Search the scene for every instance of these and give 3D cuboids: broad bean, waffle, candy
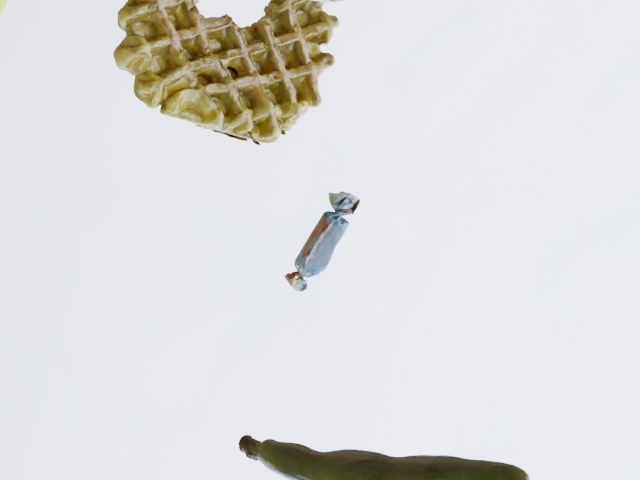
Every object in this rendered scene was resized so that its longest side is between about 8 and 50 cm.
[{"bbox_3d":[0.047,0.209,1.529,0.297,0.043,0.060,3,-154,27],"label":"broad bean"},{"bbox_3d":[-0.075,-0.156,1.339,0.051,0.194,0.149,-12,-114,56],"label":"waffle"},{"bbox_3d":[0.000,0.000,1.240,0.083,0.030,0.020,-57,-145,10],"label":"candy"}]

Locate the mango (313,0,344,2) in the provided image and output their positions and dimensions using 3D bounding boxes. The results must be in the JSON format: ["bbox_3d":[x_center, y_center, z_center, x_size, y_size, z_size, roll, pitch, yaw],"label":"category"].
[{"bbox_3d":[0.037,-0.227,0.782,0.254,0.139,0.175,-57,-155,-8],"label":"mango"}]

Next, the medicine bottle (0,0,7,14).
[{"bbox_3d":[-0.255,-0.149,0.927,0.137,0.141,0.250,-7,-132,34],"label":"medicine bottle"}]
